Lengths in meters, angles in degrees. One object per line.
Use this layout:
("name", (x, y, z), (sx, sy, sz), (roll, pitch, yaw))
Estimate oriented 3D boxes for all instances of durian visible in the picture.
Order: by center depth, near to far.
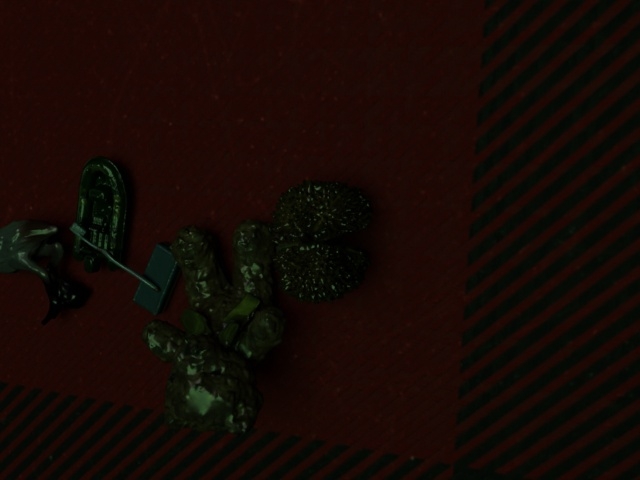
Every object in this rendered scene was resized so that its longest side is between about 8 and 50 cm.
("durian", (0.000, 0.000, 0.969), (0.167, 0.196, 0.196), (-15, 91, 15))

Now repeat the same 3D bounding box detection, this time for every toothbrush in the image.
("toothbrush", (-0.355, 0.030, 1.141), (0.193, 0.013, 0.019), (37, 97, 4))

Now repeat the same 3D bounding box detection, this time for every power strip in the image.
("power strip", (-0.279, 0.065, 1.155), (0.056, 0.032, 0.123), (29, 104, 13))

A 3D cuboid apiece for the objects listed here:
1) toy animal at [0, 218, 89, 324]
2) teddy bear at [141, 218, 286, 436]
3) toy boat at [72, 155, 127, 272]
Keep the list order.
("toy animal", (-0.575, 0.025, 1.221), (0.324, 0.090, 0.195), (22, 112, 17))
("teddy bear", (-0.169, 0.126, 1.019), (0.246, 0.222, 0.296), (-6, 97, 14))
("toy boat", (-0.389, -0.045, 1.169), (0.104, 0.052, 0.210), (15, 105, 19))
